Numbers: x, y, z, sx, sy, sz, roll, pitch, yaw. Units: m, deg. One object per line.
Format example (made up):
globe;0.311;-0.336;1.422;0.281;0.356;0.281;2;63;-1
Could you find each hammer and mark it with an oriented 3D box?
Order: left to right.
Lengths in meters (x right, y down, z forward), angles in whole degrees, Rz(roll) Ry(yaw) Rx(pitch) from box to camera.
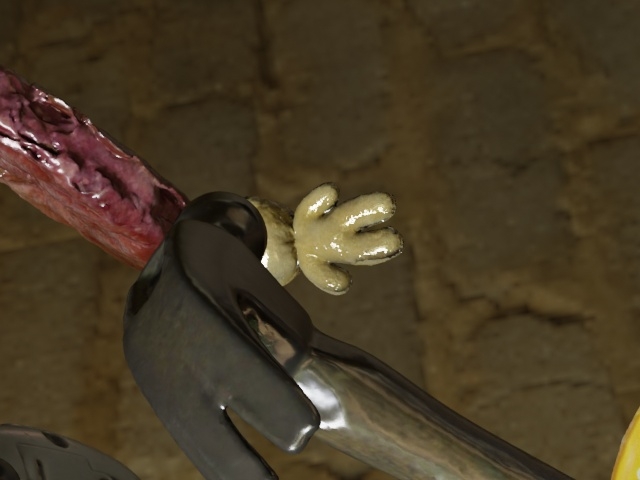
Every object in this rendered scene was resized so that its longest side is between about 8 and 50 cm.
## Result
hammer;0.130;0.119;0.642;0.044;0.440;0.168;-59;7;17

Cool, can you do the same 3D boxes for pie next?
pie;-0.162;-0.050;1.126;0.054;0.204;0.219;-57;-15;-8

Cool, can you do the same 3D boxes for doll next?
doll;-0.004;0.000;0.997;0.051;0.093;0.062;-7;-91;-48

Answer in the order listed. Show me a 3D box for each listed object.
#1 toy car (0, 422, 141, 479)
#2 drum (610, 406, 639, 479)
toy car;-0.181;0.254;1.069;0.180;0.212;0.271;22;-139;-48
drum;0.380;0.180;1.002;0.214;0.431;0.431;-21;-77;-47
